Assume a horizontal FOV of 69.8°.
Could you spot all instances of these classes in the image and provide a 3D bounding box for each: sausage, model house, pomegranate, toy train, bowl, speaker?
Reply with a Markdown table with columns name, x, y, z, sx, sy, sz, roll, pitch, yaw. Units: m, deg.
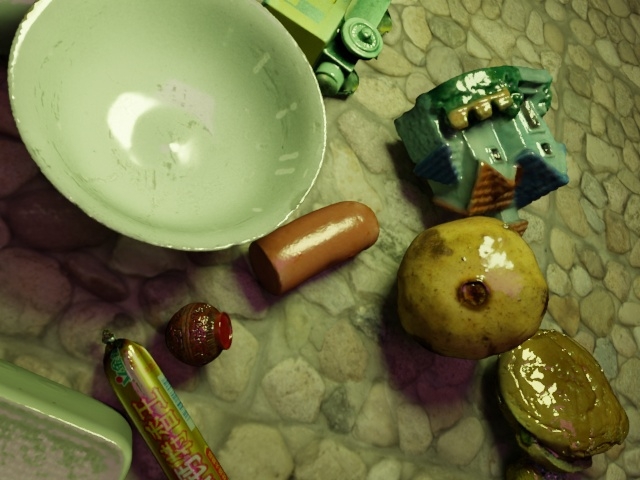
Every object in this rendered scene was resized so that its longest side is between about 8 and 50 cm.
| name | x | y | z | sx | sy | sz | roll | pitch | yaw |
| --- | --- | --- | --- | --- | --- | --- | --- | --- | --- |
| sausage | 0.000 | 0.000 | 0.846 | 0.259 | 0.113 | 0.113 | -27 | 91 | -29 |
| model house | 0.360 | -0.152 | 0.957 | 0.295 | 0.252 | 0.329 | -9 | 77 | -35 |
| pomegranate | 0.276 | 0.092 | 0.876 | 0.281 | 0.281 | 0.281 | 6 | 75 | -25 |
| toy train | 0.037 | -0.491 | 0.959 | 0.253 | 0.160 | 0.397 | 31 | 66 | -10 |
| bowl | -0.223 | -0.177 | 0.724 | 0.435 | 0.196 | 0.435 | 7 | 74 | -25 |
| speaker | -0.430 | 0.227 | 0.531 | 0.406 | 0.184 | 0.183 | 31 | 66 | -17 |
| sausage | -0.220 | 0.289 | 0.684 | 0.082 | 0.082 | 0.371 | -32 | 93 | -29 |

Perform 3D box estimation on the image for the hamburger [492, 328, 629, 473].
| name | x | y | z | sx | sy | sz | roll | pitch | yaw |
| --- | --- | --- | --- | --- | --- | --- | --- | --- | --- |
| hamburger | 0.500 | 0.321 | 0.966 | 0.265 | 0.134 | 0.285 | 6 | 47 | -29 |

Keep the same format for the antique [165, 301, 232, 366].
| name | x | y | z | sx | sy | sz | roll | pitch | yaw |
| --- | --- | --- | --- | --- | --- | --- | --- | --- | --- |
| antique | -0.193 | 0.147 | 0.720 | 0.104 | 0.104 | 0.104 | 6 | 75 | -25 |

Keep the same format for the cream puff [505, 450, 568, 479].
| name | x | y | z | sx | sy | sz | roll | pitch | yaw |
| --- | --- | --- | --- | --- | --- | --- | --- | --- | --- |
| cream puff | 0.460 | 0.503 | 0.960 | 0.156 | 0.156 | 0.121 | -11 | 125 | -28 |

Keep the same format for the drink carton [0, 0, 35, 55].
| name | x | y | z | sx | sy | sz | roll | pitch | yaw |
| --- | --- | --- | --- | --- | --- | --- | --- | --- | --- |
| drink carton | -0.490 | -0.339 | 0.643 | 0.189 | 0.191 | 0.185 | -3 | 78 | -34 |
